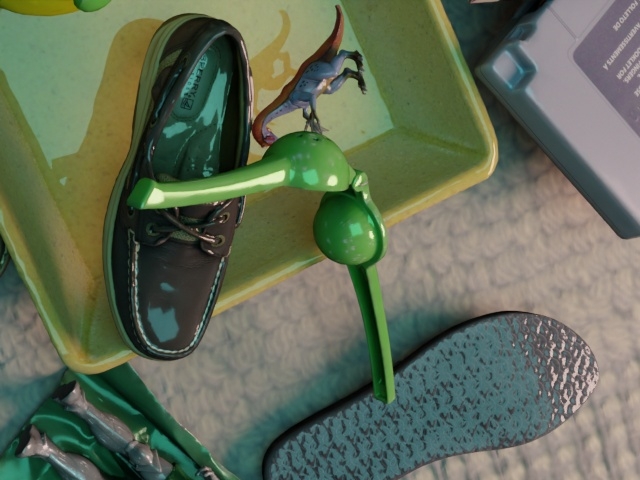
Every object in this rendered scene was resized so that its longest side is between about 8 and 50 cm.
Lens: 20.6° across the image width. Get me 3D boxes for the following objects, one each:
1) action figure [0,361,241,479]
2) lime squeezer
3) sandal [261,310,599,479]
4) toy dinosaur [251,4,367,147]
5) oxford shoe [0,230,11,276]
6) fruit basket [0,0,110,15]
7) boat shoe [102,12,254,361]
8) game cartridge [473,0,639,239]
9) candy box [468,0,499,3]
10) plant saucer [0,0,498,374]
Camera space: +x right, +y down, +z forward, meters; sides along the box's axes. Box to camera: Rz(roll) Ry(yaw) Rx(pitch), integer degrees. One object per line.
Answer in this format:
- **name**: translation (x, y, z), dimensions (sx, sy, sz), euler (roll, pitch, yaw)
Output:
- **action figure**: translation (-0.100, 0.186, 1.208), dimensions (0.232, 0.063, 0.137), euler (39, 89, -16)
- **lime squeezer**: translation (0.000, 0.000, 1.108), dimensions (0.310, 0.059, 0.110), euler (43, 55, -50)
- **sandal**: translation (0.075, 0.120, 1.267), dimensions (0.254, 0.054, 0.097), euler (-22, 95, -4)
- **toy dinosaur**: translation (-0.011, -0.096, 1.146), dimensions (0.082, 0.047, 0.090), euler (-17, 67, -6)
- **oxford shoe**: translation (-0.362, -0.066, 1.054), dimensions (0.397, 0.146, 0.140), euler (28, 86, -18)
- **fruit basket**: translation (-0.216, -0.282, 0.956), dimensions (0.392, 0.392, 0.283), euler (-31, 123, -12)
- **boat shoe**: translation (-0.086, -0.031, 1.099), dimensions (0.080, 0.073, 0.223), euler (8, 93, -18)
- **game cartridge**: translation (0.256, -0.152, 1.258), dimensions (0.196, 0.060, 0.294), euler (46, 68, -13)
- **candy box**: translation (0.155, -0.282, 1.184), dimensions (0.159, 0.071, 0.233), euler (-6, 72, -15)
- **plant saucer**: translation (-0.091, -0.129, 1.168), dimensions (0.333, 0.081, 0.332), euler (-27, 103, -14)
